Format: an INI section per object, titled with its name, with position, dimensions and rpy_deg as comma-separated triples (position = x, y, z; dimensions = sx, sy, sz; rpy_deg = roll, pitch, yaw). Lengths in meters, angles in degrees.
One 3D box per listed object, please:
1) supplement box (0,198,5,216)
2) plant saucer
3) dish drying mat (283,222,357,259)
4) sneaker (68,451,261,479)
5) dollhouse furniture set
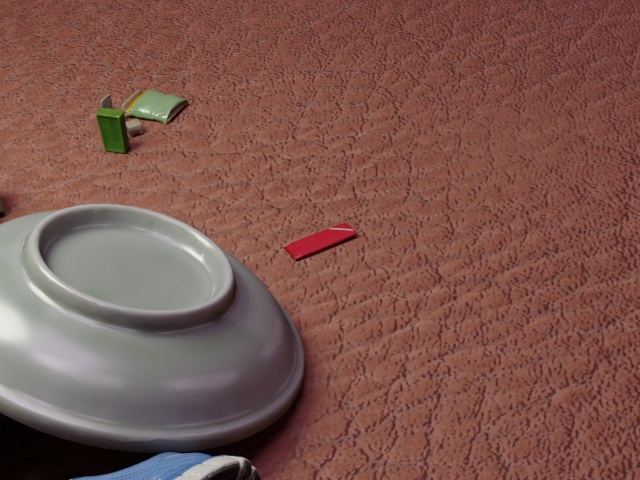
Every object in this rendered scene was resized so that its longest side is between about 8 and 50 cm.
[supplement box]
position = -0.446, -0.066, 2.006
dimensions = 0.083, 0.083, 0.056
rpy_deg = -18, 35, -16
[plant saucer]
position = -0.201, 0.057, 1.642
dimensions = 0.400, 0.101, 0.400
rpy_deg = 12, 28, -7
[dish drying mat]
position = 0.000, 0.000, 1.891
dimensions = 0.083, 0.008, 0.032
rpy_deg = -21, 37, -21
[sneaker]
position = -0.204, 0.290, 1.408
dimensions = 0.330, 0.130, 0.147
rpy_deg = -30, 25, -36
[dollhouse furniture set]
position = -0.247, -0.180, 2.166
dimensions = 0.076, 0.059, 0.152
rpy_deg = 10, 37, 24
